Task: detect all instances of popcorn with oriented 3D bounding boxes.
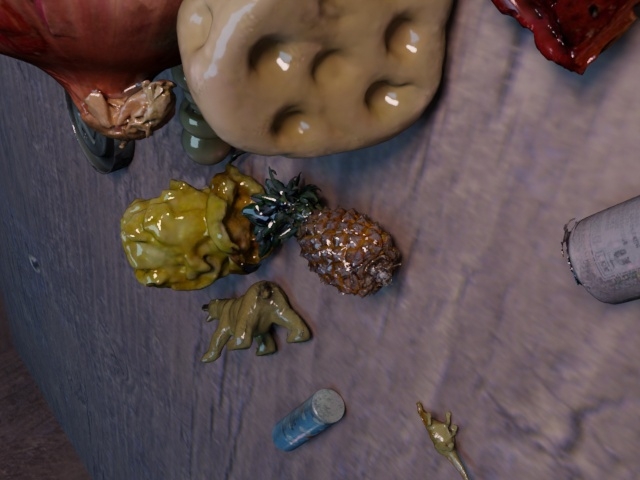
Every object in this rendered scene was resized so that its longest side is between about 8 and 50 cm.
[{"bbox_3d":[-0.165,-0.017,0.809,0.195,0.168,0.174,-20,54,45],"label":"popcorn"}]

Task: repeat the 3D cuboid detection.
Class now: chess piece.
[{"bbox_3d":[-0.143,-0.168,0.763,0.094,0.094,0.170,46,142,29],"label":"chess piece"}]

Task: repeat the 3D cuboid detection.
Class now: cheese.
[{"bbox_3d":[0.003,-0.168,0.487,0.218,0.235,0.117,49,-174,-46],"label":"cheese"}]

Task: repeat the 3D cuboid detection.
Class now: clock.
[{"bbox_3d":[-0.404,-0.229,1.115,0.215,0.042,0.215,28,129,42],"label":"clock"}]

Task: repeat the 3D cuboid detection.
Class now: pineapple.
[{"bbox_3d":[0.000,0.000,0.663,0.221,0.083,0.103,32,131,43],"label":"pineapple"}]

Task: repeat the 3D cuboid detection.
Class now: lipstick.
[{"bbox_3d":[-0.020,0.251,0.850,0.048,0.048,0.158,58,143,15],"label":"lipstick"}]

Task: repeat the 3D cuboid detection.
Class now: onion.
[{"bbox_3d":[-0.201,-0.298,0.565,0.353,0.353,0.354,28,129,42],"label":"onion"}]

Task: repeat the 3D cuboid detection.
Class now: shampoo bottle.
[{"bbox_3d":[0.246,-0.017,0.344,0.214,0.072,0.072,-32,81,54],"label":"shampoo bottle"}]

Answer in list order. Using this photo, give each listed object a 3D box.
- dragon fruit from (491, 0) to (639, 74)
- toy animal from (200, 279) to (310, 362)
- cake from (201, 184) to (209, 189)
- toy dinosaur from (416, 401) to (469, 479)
[{"bbox_3d":[0.155,-0.202,0.372,0.127,0.120,0.161,-26,116,16],"label":"dragon fruit"},{"bbox_3d":[-0.107,0.113,0.872,0.218,0.103,0.101,-33,61,56],"label":"toy animal"},{"bbox_3d":[-0.189,-0.024,0.928,0.052,0.065,0.121,49,134,21],"label":"cake"},{"bbox_3d":[0.134,0.213,0.644,0.113,0.026,0.041,53,150,35],"label":"toy dinosaur"}]
